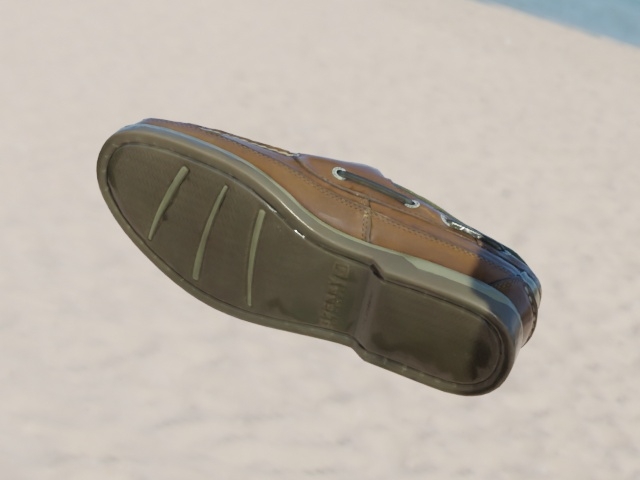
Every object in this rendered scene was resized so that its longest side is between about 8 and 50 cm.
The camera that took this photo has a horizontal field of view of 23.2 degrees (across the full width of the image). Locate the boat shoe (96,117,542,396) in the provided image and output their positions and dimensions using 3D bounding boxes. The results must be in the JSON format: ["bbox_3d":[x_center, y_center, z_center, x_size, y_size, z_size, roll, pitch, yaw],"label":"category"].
[{"bbox_3d":[0.000,0.000,1.046,0.307,0.110,0.104,29,37,6],"label":"boat shoe"}]
